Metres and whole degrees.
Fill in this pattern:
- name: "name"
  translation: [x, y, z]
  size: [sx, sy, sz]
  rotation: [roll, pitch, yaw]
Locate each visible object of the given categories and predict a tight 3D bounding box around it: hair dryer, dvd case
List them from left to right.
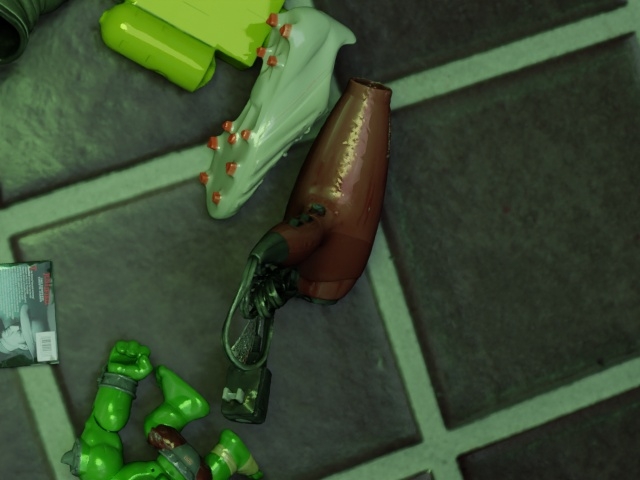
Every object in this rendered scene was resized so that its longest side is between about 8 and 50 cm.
- name: "dvd case"
  translation: [-0.276, 0.063, 1.235]
  size: [0.119, 0.013, 0.087]
  rotation: [-5, 92, -13]
- name: "hair dryer"
  translation: [0.000, 0.000, 1.198]
  size: [0.080, 0.223, 0.293]
  rotation: [19, 66, 3]

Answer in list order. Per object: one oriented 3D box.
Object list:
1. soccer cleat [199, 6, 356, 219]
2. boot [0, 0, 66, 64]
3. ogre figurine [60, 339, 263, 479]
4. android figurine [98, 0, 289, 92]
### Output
- name: "soccer cleat"
  translation: [-0.035, -0.098, 1.244]
  size: [0.076, 0.068, 0.196]
  rotation: [14, 114, -31]
- name: "boot"
  translation: [-0.295, -0.243, 1.136]
  size: [0.246, 0.161, 0.083]
  rotation: [37, 119, -5]
- name: "ogre figurine"
  translation: [-0.126, 0.185, 1.234]
  size: [0.118, 0.097, 0.197]
  rotation: [-44, 112, -22]
- name: "android figurine"
  translation: [-0.097, -0.255, 1.256]
  size: [0.273, 0.056, 0.248]
  rotation: [30, 84, -15]
